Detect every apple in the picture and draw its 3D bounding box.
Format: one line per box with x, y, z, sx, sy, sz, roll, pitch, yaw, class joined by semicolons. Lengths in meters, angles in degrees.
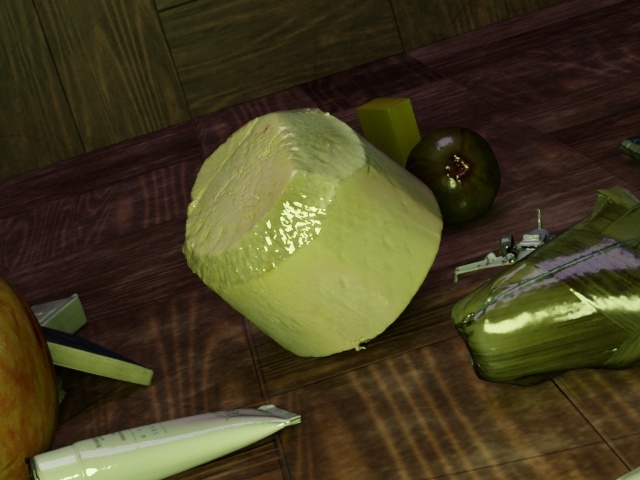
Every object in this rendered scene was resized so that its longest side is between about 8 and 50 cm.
-0.377;0.153;1.506;0.264;0.264;0.264;-16;14;4;apple

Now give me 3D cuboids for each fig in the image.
0.168;-0.081;2.020;0.124;0.124;0.236;-17;-1;3;fig

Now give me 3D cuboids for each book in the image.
-0.322;0.114;1.780;0.191;0.025;0.269;17;-3;-27;book

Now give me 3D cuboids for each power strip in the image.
-0.351;0.105;2.026;0.075;0.042;0.175;-13;14;20;power strip

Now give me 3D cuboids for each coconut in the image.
0.000;0.000;1.643;0.239;0.244;0.239;-33;38;30;coconut

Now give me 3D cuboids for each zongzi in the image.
0.256;0.080;1.322;0.221;0.112;0.242;-32;44;-15;zongzi

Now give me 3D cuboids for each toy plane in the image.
0.225;0.017;1.640;0.162;0.065;0.171;-1;23;15;toy plane

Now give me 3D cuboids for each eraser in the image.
0.107;-0.143;2.273;0.045;0.122;0.097;-26;15;-25;eraser

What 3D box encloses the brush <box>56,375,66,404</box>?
-0.364;0.217;1.661;0.062;0.027;0.266;-8;21;36;brush

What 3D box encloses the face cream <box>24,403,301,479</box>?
-0.143;0.191;1.428;0.244;0.058;0.092;-15;8;-18;face cream

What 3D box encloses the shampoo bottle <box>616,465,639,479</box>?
0.327;0.114;1.073;0.303;0.092;0.092;-22;15;-22;shampoo bottle

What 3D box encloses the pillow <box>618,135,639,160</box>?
0.498;-0.122;1.917;0.189;0.034;0.255;-17;12;-9;pillow
